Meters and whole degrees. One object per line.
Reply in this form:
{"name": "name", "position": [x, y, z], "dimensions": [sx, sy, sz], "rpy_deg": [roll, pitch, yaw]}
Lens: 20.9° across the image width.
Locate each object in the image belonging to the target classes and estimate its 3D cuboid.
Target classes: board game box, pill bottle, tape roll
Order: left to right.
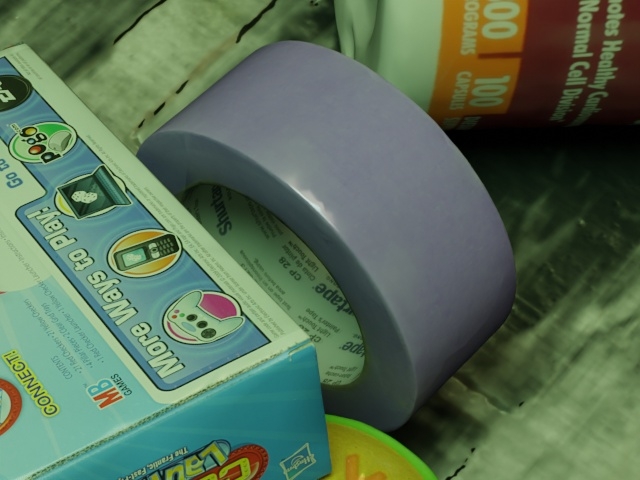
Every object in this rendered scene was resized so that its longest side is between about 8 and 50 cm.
{"name": "board game box", "position": [-0.203, 0.059, 0.809], "dimensions": [0.302, 0.086, 0.308], "rpy_deg": [-26, 42, -20]}
{"name": "tape roll", "position": [0.000, 0.000, 0.866], "dimensions": [0.189, 0.189, 0.080], "rpy_deg": [38, 62, 17]}
{"name": "pill bottle", "position": [0.212, -0.177, 0.980], "dimensions": [0.392, 0.224, 0.224], "rpy_deg": [-3, 58, -7]}

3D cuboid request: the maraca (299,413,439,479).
{"name": "maraca", "position": [-0.021, 0.140, 0.829], "dimensions": [0.185, 0.099, 0.127], "rpy_deg": [17, 79, 19]}
